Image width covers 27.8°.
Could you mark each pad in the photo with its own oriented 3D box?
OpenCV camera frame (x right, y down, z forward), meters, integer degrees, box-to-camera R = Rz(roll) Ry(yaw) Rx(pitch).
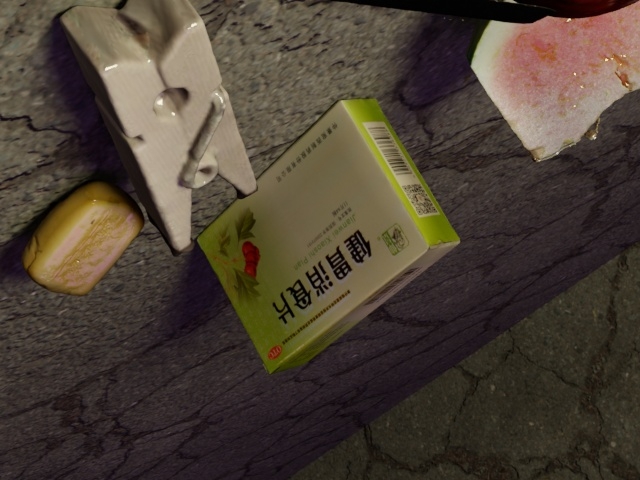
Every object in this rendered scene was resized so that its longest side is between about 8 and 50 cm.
[{"bbox_3d":[0.024,-0.181,0.774,0.250,0.055,0.323,8,168,1],"label":"pad"}]

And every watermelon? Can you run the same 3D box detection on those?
[{"bbox_3d":[0.276,-0.214,1.137,0.305,0.180,0.224,-31,175,13],"label":"watermelon"}]

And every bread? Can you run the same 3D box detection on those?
[{"bbox_3d":[-0.216,-0.007,1.161,0.082,0.056,0.115,21,115,-45],"label":"bread"}]

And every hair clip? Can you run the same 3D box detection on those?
[{"bbox_3d":[-0.115,-0.092,1.019,0.101,0.085,0.331,-29,162,-7],"label":"hair clip"}]

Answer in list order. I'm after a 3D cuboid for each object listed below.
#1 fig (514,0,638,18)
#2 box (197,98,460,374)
[{"bbox_3d":[0.214,-0.260,0.870,0.250,0.186,0.203,-16,144,-8],"label":"fig"},{"bbox_3d":[0.000,-0.001,1.328,0.062,0.175,0.260,-11,156,-51],"label":"box"}]
